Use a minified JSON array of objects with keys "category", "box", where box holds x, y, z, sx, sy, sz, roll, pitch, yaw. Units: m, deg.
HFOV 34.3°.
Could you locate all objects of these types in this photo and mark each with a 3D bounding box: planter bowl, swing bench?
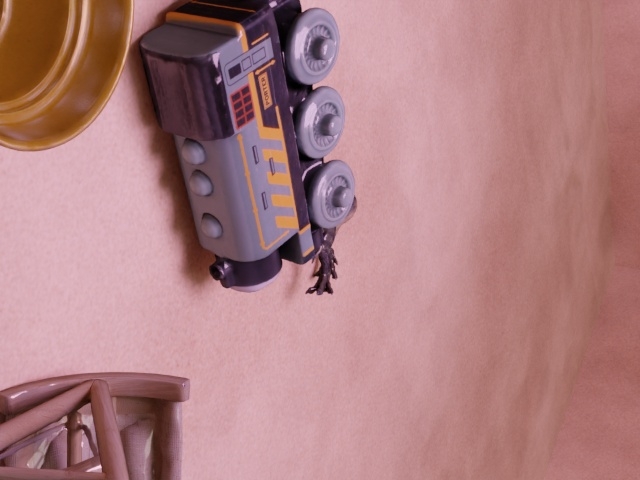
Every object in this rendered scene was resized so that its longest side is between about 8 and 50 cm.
[{"category":"planter bowl","box":[-0.235,-0.177,0.747,0.217,0.090,0.217,-31,126,-57]},{"category":"swing bench","box":[-0.209,0.263,0.844,0.255,0.165,0.253,-74,167,-79]}]

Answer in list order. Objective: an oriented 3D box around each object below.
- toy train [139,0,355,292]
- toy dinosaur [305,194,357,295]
[{"category":"toy train","box":[-0.070,-0.106,1.066,0.190,0.142,0.334,-39,135,-37]},{"category":"toy dinosaur","box":[0.000,0.000,1.312,0.268,0.064,0.118,-26,115,-63]}]
